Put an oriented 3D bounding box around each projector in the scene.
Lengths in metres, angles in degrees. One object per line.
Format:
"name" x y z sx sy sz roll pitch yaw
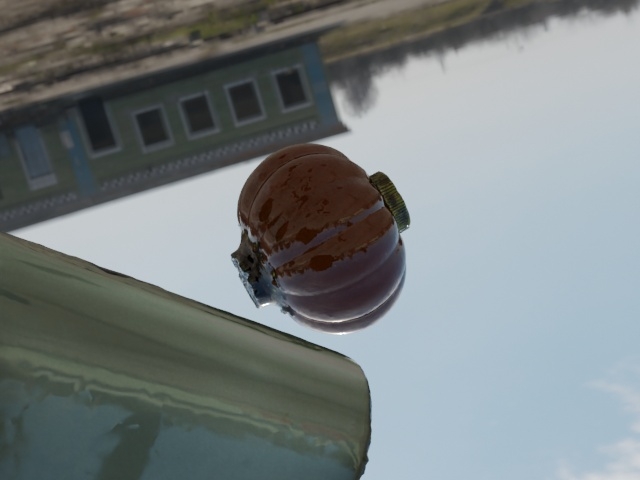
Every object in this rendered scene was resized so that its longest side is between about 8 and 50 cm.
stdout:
"projector" -0.147 0.145 0.660 0.249 0.248 0.248 22 174 -23

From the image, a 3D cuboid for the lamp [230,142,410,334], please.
"lamp" 0.000 0.000 1.174 0.196 0.223 0.223 -30 -168 -10
